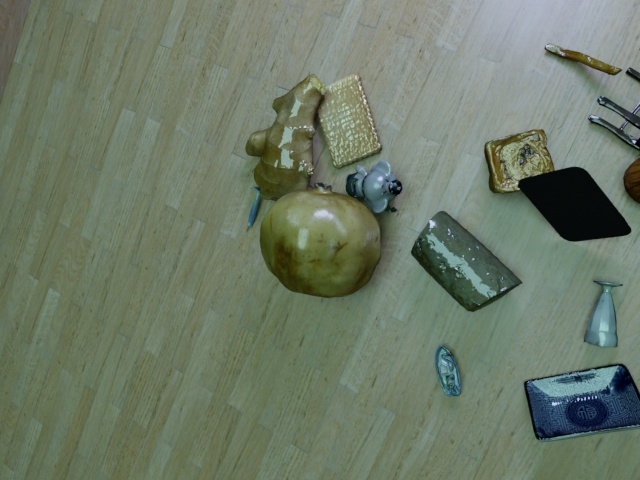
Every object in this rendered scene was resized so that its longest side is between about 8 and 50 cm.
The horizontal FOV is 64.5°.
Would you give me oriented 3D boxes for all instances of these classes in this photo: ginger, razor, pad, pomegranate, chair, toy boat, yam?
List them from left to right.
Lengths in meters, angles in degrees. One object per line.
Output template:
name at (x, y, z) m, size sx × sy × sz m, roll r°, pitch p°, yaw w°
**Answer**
razor at (-0.205, -0.105, 1.600) m, size 0.040 × 0.068 × 0.135 m, roll 25°, pitch 110°, yaw 21°
ginger at (-0.099, -0.302, 1.522) m, size 0.236 × 0.166 × 0.375 m, roll 7°, pitch 79°, yaw 46°
pomegranate at (0.000, 0.000, 1.376) m, size 0.333 × 0.332 × 0.332 m, roll 0°, pitch 89°, yaw 22°
toy boat at (0.338, 0.349, 1.358) m, size 0.059 × 0.066 × 0.140 m, roll -16°, pitch 82°, yaw 25°
yam at (0.362, 0.062, 1.303) m, size 0.161 × 0.161 × 0.268 m, roll -47°, pitch 74°, yaw 15°
pad at (0.643, -0.108, 1.125) m, size 0.250 × 0.055 × 0.323 m, roll 41°, pitch 133°, yaw -24°
chair at (0.804, -0.274, 1.136) m, size 0.319 × 0.160 × 0.186 m, roll 40°, pitch 98°, yaw 19°

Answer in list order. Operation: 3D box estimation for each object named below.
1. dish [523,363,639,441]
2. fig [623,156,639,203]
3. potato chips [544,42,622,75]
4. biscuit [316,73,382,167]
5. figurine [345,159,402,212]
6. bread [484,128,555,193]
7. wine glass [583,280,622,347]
dish at (0.630, 0.404, 1.209) m, size 0.243 × 0.182 × 0.080 m, roll -17°, pitch 118°, yaw 20°
fig at (0.770, -0.153, 1.124) m, size 0.146 × 0.201 × 0.133 m, roll -21°, pitch 69°, yaw 12°
potato chips at (0.641, -0.442, 1.238) m, size 0.204 × 0.037 × 0.026 m, roll 47°, pitch 124°, yaw 40°
biscuit at (0.077, -0.351, 1.495) m, size 0.160 × 0.030 × 0.249 m, roll -20°, pitch 82°, yaw 20°
figurine at (0.151, -0.151, 1.407) m, size 0.192 × 0.126 × 0.147 m, roll 16°, pitch 108°, yaw 51°
bread at (0.492, -0.197, 1.265) m, size 0.158 × 0.143 × 0.149 m, roll -7°, pitch 94°, yaw 21°
wine glass at (0.684, 0.176, 1.221) m, size 0.073 × 0.073 × 0.155 m, roll 9°, pitch 89°, yaw 22°
